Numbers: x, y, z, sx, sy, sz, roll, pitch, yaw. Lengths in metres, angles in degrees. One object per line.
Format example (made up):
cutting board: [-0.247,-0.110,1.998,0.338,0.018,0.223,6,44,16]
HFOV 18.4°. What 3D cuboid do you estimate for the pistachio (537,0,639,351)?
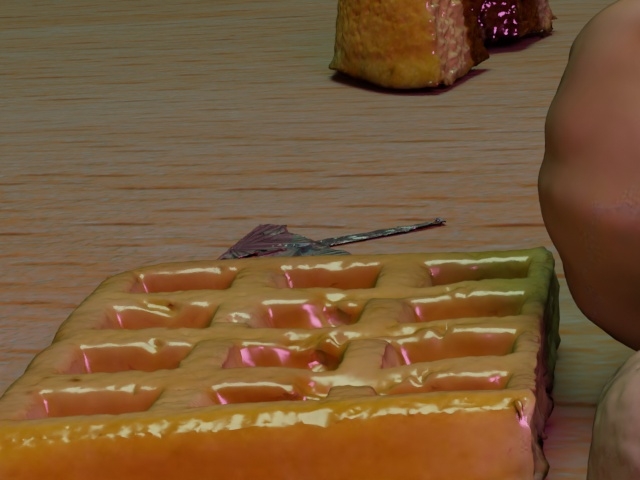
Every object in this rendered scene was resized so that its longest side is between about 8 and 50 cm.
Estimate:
pistachio: [0.247,-0.033,0.810,0.318,0.194,0.214,-3,19,1]

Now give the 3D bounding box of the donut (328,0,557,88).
donut: [0.090,-0.210,1.716,0.151,0.112,0.295,4,16,26]

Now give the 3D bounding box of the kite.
kite: [0.000,0.001,1.151,0.152,0.005,0.137,-13,17,-28]

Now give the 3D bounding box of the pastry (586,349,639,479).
pastry: [0.162,0.072,0.647,0.156,0.092,0.156,0,8,0]

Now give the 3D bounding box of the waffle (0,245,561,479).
waffle: [-0.013,0.059,0.826,0.221,0.055,0.248,-3,15,9]
